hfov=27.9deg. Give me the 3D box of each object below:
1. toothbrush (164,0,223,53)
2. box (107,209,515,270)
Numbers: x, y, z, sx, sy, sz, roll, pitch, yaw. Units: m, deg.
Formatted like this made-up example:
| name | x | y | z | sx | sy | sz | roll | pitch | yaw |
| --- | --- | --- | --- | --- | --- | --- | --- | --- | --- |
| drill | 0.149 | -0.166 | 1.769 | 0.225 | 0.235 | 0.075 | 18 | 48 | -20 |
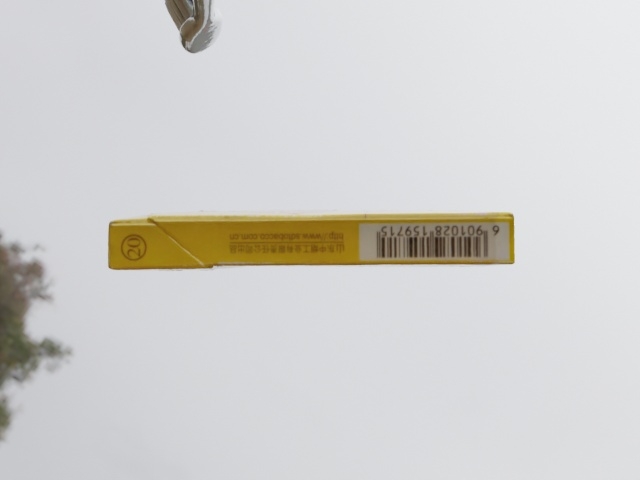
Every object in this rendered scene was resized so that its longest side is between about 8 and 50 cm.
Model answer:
| name | x | y | z | sx | sy | sz | roll | pitch | yaw |
| --- | --- | --- | --- | --- | --- | --- | --- | --- | --- |
| toothbrush | -0.038 | -0.101 | 0.402 | 0.025 | 0.020 | 0.286 | 60 | -8 | 0 |
| box | 0.000 | 0.000 | 0.911 | 0.269 | 0.043 | 0.152 | 0 | -1 | 6 |
